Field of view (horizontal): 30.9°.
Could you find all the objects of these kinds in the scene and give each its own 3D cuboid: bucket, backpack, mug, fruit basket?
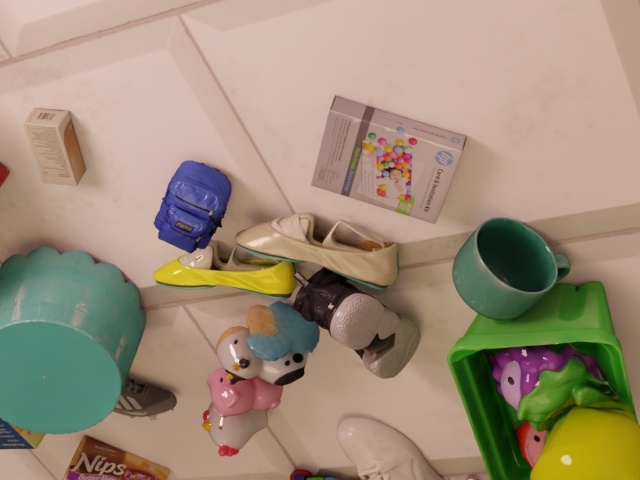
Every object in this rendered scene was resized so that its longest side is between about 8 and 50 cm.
[{"bbox_3d":[-0.431,0.169,1.886,0.281,0.183,0.281,0,124,1],"label":"bucket"},{"bbox_3d":[-0.184,-0.048,1.699,0.098,0.101,0.120,22,132,-11],"label":"backpack"},{"bbox_3d":[0.261,0.053,1.616,0.158,0.129,0.097,28,136,-6],"label":"mug"},{"bbox_3d":[0.348,0.286,1.645,0.283,0.392,0.392,-5,131,23],"label":"fruit basket"}]

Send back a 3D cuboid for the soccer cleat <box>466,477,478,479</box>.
[{"bbox_3d":[0.269,0.456,2.067,0.029,0.035,0.083,11,135,10],"label":"soccer cleat"}]

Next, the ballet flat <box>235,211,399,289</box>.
[{"bbox_3d":[0.000,0.000,1.706,0.248,0.086,0.086,15,135,3],"label":"ballet flat"}]

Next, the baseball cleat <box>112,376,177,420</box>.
[{"bbox_3d":[-0.363,0.264,2.082,0.206,0.072,0.109,0,114,3],"label":"baseball cleat"}]

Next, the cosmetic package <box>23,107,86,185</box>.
[{"bbox_3d":[-0.395,-0.139,1.726,0.060,0.041,0.115,6,134,13],"label":"cosmetic package"}]

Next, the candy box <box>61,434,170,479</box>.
[{"bbox_3d":[-0.401,0.467,2.263,0.186,0.109,0.053,24,135,-3],"label":"candy box"}]

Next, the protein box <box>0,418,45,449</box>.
[{"bbox_3d":[-0.605,0.266,2.101,0.200,0.136,0.201,-9,130,38],"label":"protein box"}]

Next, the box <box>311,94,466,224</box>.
[{"bbox_3d":[0.091,-0.108,1.588,0.186,0.038,0.145,17,136,1],"label":"box"}]

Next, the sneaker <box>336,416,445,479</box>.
[{"bbox_3d":[0.125,0.449,2.019,0.292,0.169,0.108,43,133,-20],"label":"sneaker"}]

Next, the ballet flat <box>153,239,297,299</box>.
[{"bbox_3d":[-0.147,0.039,1.798,0.231,0.077,0.077,6,113,10],"label":"ballet flat"}]

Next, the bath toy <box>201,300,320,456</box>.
[{"bbox_3d":[-0.122,0.244,1.937,0.151,0.129,0.348,23,136,-4],"label":"bath toy"}]

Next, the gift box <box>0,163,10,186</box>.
[{"bbox_3d":[-0.676,-0.032,1.771,0.255,0.276,0.258,39,134,-12],"label":"gift box"}]

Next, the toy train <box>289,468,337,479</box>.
[{"bbox_3d":[0.018,0.539,2.201,0.143,0.105,0.248,-2,133,3],"label":"toy train"}]

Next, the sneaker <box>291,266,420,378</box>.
[{"bbox_3d":[0.051,0.117,1.777,0.153,0.101,0.268,37,176,32],"label":"sneaker"}]
